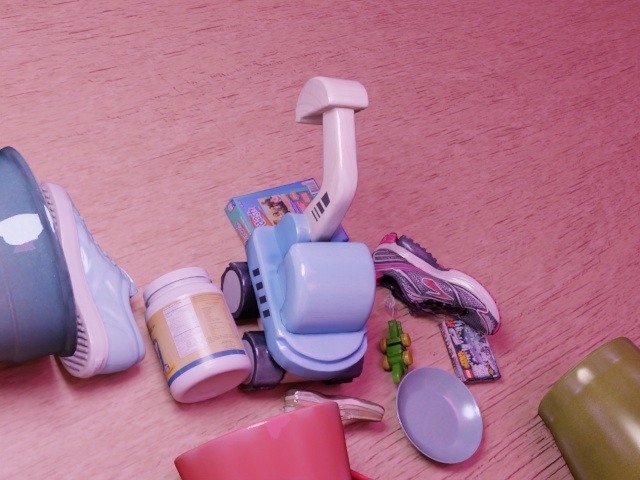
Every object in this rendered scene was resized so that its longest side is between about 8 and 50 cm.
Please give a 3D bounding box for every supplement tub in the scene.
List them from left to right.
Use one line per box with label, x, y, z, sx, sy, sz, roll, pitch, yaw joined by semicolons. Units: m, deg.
supplement tub;-0.216;0.162;1.653;0.144;0.144;0.200;-9;63;-33

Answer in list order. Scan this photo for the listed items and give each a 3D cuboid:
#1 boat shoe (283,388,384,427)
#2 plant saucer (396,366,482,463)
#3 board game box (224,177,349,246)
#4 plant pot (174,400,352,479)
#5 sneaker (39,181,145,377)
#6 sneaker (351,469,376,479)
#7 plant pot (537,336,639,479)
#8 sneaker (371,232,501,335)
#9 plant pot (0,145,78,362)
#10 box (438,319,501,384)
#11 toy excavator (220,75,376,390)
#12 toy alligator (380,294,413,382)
boat shoe;0.023;0.319;1.738;0.190;0.068;0.072;10;66;-11
plant saucer;0.220;0.338;1.841;0.194;0.037;0.195;15;53;-21
board game box;-0.067;-0.033;1.938;0.210;0.047;0.160;-15;67;-36
plant pot;-0.063;0.411;1.506;0.274;0.275;0.243;-11;74;-34
sneaker;-0.399;0.067;1.648;0.150;0.135;0.366;5;57;-48
sneaker;0.110;0.476;1.631;0.279;0.118;0.107;33;49;-5
plant pot;0.622;0.388;1.858;0.366;0.366;0.353;-17;55;-36
sneaker;0.230;0.110;1.965;0.299;0.121;0.112;31;64;11
plant pot;-0.581;0.062;1.421;0.334;0.341;0.341;-17;67;-27
box;0.307;0.227;1.977;0.093;0.027;0.137;-1;59;-29
toy excavator;0.000;0.000;1.686;0.222;0.445;0.433;2;58;-29
toy alligator;0.152;0.200;1.897;0.051;0.056;0.190;49;31;-49
